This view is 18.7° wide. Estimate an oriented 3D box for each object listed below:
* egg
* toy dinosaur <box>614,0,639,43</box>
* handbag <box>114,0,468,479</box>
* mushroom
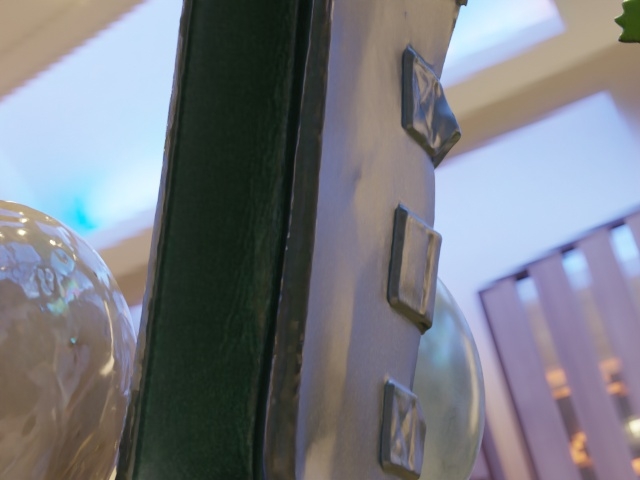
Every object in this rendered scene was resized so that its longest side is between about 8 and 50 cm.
[{"bbox_3d":[0.006,0.085,1.184,0.182,0.264,0.183,-2,-60,-3],"label":"egg"},{"bbox_3d":[0.321,-0.150,1.427,0.177,0.152,0.194,-4,-62,-58],"label":"toy dinosaur"},{"bbox_3d":[-0.001,0.000,0.922,0.089,0.326,0.238,0,-12,20],"label":"handbag"},{"bbox_3d":[-0.307,0.129,1.453,0.294,0.362,0.362,27,-36,12],"label":"mushroom"}]
